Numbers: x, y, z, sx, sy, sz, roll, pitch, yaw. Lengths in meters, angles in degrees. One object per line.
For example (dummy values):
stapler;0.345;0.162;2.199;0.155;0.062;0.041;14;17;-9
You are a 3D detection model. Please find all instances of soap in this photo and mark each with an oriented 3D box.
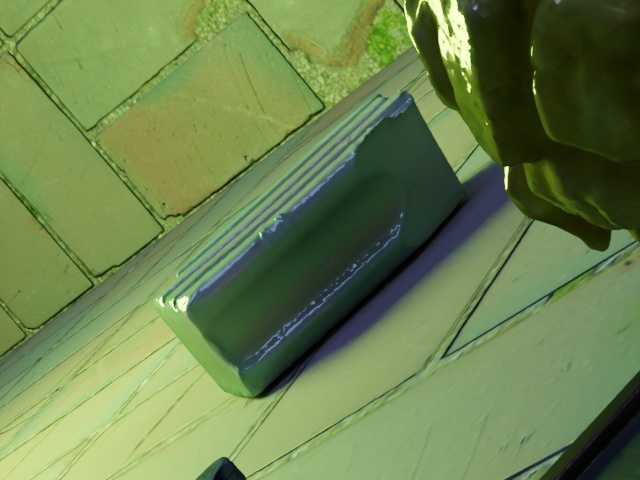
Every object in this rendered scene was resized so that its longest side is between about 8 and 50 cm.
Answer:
soap;0.000;0.000;1.273;0.230;0.091;0.145;-41;10;-12

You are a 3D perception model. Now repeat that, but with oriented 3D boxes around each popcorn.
popcorn;0.152;-0.117;0.688;0.270;0.224;0.258;-55;-22;11

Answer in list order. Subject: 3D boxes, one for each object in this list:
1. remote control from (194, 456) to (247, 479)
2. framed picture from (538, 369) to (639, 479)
remote control;-0.096;0.173;0.957;0.152;0.027;0.043;-43;13;-9
framed picture;0.128;0.049;0.553;0.168;0.023;0.128;-43;8;-21
